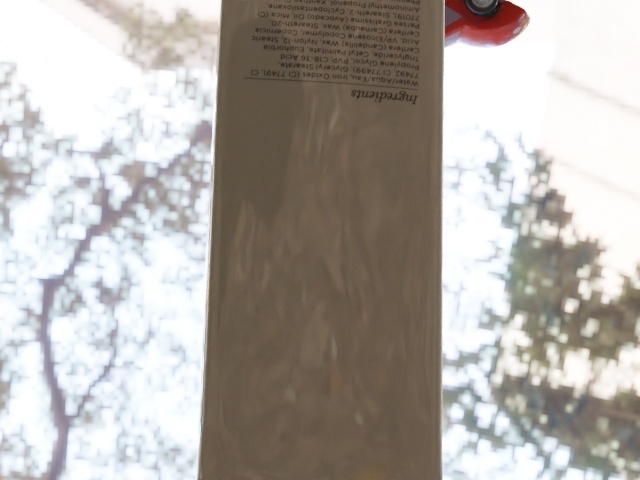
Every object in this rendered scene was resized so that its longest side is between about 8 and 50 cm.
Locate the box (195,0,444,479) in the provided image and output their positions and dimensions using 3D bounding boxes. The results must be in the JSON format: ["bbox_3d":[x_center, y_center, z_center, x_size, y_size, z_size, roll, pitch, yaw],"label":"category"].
[{"bbox_3d":[0.000,0.000,0.790,0.113,0.275,0.094,5,162,-5],"label":"box"}]

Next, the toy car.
[{"bbox_3d":[-0.005,-0.190,1.072,0.239,0.053,0.225,29,-179,-29],"label":"toy car"}]
